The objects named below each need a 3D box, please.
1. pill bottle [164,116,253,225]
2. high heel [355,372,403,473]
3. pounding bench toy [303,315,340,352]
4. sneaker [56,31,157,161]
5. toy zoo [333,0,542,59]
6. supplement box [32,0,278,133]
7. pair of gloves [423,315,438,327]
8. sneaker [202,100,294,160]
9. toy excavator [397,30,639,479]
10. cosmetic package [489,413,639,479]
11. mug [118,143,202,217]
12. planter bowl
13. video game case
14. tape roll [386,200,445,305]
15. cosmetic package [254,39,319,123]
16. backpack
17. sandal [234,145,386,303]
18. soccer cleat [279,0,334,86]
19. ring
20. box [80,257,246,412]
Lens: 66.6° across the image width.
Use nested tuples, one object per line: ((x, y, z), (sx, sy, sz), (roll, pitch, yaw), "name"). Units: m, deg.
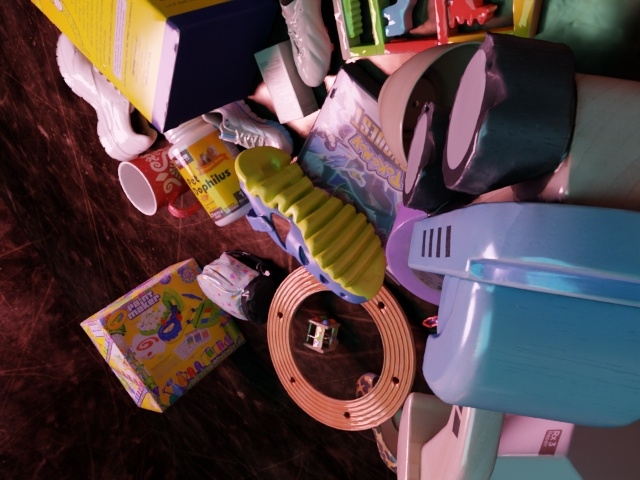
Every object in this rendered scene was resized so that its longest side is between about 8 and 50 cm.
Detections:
((-0.205, -0.142, 0.927), (0.117, 0.117, 0.214), (-18, 110, 49), "pill bottle")
((0.168, 0.393, 1.003), (0.261, 0.093, 0.186), (38, 147, 30), "high heel")
((0.013, 0.195, 1.043), (0.052, 0.083, 0.065), (16, 98, 33), "pounding bench toy")
((-0.455, -0.326, 1.071), (0.129, 0.111, 0.297), (-13, 115, 32), "sneaker")
((0.131, -0.313, 0.543), (0.293, 0.030, 0.192), (12, 127, 39), "toy zoo")
((-0.275, -0.378, 0.759), (0.356, 0.194, 0.195), (45, 141, 8), "supplement box")
((0.257, 0.120, 0.691), (0.159, 0.023, 0.198), (16, 156, -28), "pair of gloves")
((-0.131, -0.186, 0.859), (0.191, 0.083, 0.071), (35, 137, 18), "sneaker")
((0.168, 0.102, 0.470), (0.223, 0.444, 0.433), (11, 178, -1), "toy excavator")
((0.401, 0.359, 0.661), (0.384, 0.217, 0.156), (54, 141, -1), "cosmetic package")
((-0.294, -0.124, 0.996), (0.113, 0.169, 0.150), (-15, 109, 48), "mug")
((0.135, -0.156, 0.581), (0.109, 0.162, 0.162), (45, 151, 53), "planter bowl")
((0.089, -0.089, 0.756), (0.275, 0.035, 0.248), (44, 141, 9), "video game case")
((0.188, 0.006, 0.649), (0.189, 0.080, 0.188), (14, 139, 13), "tape roll")
((-0.052, -0.248, 0.764), (0.060, 0.041, 0.115), (2, 121, 44), "cosmetic package")
((-0.191, 0.103, 1.118), (0.182, 0.115, 0.151), (28, 139, 30), "backpack")
((-0.021, -0.016, 0.809), (0.317, 0.126, 0.138), (47, 146, 19), "sandal")
((-0.025, -0.304, 0.666), (0.068, 0.076, 0.196), (26, 135, 29), "soccer cleat")
((0.033, 0.203, 0.957), (0.337, 0.032, 0.336), (4, 97, 35), "ring")
((-0.412, 0.245, 1.304), (0.177, 0.290, 0.279), (-16, 107, 50), "box")
